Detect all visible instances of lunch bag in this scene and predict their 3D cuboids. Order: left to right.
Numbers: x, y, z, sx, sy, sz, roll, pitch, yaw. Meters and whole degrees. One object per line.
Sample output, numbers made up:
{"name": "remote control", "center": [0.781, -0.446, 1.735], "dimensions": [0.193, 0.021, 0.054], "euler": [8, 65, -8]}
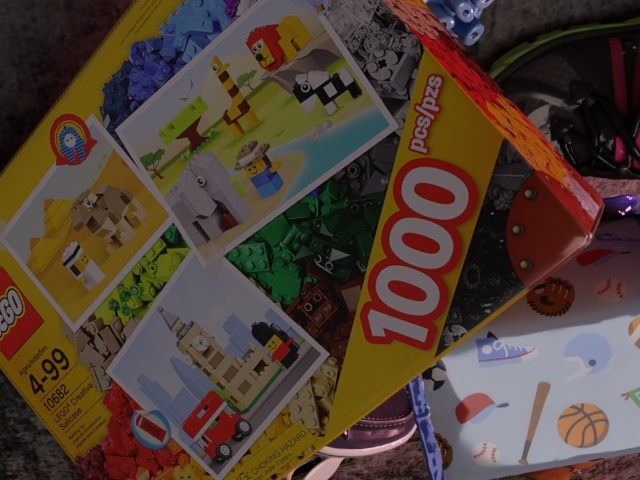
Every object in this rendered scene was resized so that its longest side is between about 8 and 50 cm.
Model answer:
{"name": "lunch bag", "center": [0.259, 0.084, 0.969], "dimensions": [0.328, 0.385, 0.239], "euler": [-10, 105, 10]}

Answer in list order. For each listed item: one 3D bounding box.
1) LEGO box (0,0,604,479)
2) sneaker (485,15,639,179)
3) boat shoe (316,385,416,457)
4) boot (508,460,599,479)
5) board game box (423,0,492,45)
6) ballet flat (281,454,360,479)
{"name": "LEGO box", "center": [-0.065, -0.005, 0.725], "dimensions": [0.500, 0.372, 0.193], "euler": [-43, 174, 24]}
{"name": "sneaker", "center": [0.362, -0.151, 0.922], "dimensions": [0.483, 0.202, 0.185], "euler": [-24, 133, 3]}
{"name": "boat shoe", "center": [-0.030, 0.166, 1.095], "dimensions": [0.500, 0.187, 0.156], "euler": [29, 123, -30]}
{"name": "boot", "center": [0.482, 0.398, 1.531], "dimensions": [0.280, 0.096, 0.264], "euler": [25, 119, -35]}
{"name": "board game box", "center": [0.053, -0.384, 0.716], "dimensions": [0.390, 0.050, 0.390], "euler": [5, 129, -22]}
{"name": "ballet flat", "center": [-0.076, 0.390, 1.325], "dimensions": [0.348, 0.123, 0.123], "euler": [-32, 133, 11]}
